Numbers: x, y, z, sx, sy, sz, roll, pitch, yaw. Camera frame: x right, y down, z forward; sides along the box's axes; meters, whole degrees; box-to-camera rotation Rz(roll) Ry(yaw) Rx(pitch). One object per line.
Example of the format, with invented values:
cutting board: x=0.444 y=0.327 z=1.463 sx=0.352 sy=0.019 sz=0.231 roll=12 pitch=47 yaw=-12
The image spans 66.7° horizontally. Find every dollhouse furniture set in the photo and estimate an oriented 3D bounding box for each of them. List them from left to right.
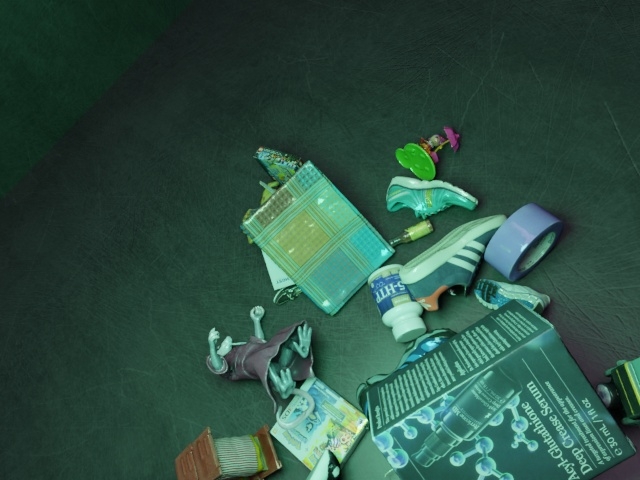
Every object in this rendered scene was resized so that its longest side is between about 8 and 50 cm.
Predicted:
dollhouse furniture set: x=-0.174 y=0.635 z=1.124 sx=0.152 sy=0.201 sz=0.374 roll=-46 pitch=53 yaw=22

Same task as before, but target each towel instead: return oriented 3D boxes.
towel: x=0.000 y=0.000 z=1.348 sx=0.271 sy=0.370 sz=0.040 roll=-45 pitch=15 yaw=-3

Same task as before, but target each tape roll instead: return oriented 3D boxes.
tape roll: x=0.503 y=0.005 z=1.202 sx=0.189 sy=0.189 sz=0.080 roll=-43 pitch=57 yaw=-3

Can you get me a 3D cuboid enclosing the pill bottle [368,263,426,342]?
pill bottle: x=0.206 y=0.167 z=1.287 sx=0.112 sy=0.112 sz=0.186 roll=-25 pitch=58 yaw=9

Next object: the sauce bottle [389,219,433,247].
sauce bottle: x=0.261 y=-0.018 z=1.402 sx=0.128 sy=0.042 sz=0.042 roll=-24 pitch=57 yaw=7

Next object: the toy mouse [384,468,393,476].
toy mouse: x=0.199 y=0.505 z=1.162 sx=0.161 sy=0.031 sz=0.143 roll=29 pitch=77 yaw=32

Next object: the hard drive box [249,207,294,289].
hard drive box: x=-0.084 y=0.001 z=1.404 sx=0.181 sy=0.231 sz=0.089 roll=-18 pitch=14 yaw=-5

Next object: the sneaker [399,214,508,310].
sneaker: x=0.372 y=0.059 z=1.276 sx=0.350 sy=0.131 sz=0.148 roll=-31 pitch=95 yaw=-16

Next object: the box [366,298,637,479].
box: x=0.338 y=0.361 z=0.986 sx=0.396 sy=0.212 sz=0.293 roll=-35 pitch=94 yaw=7

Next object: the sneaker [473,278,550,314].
sneaker: x=0.481 y=0.140 z=1.223 sx=0.191 sy=0.083 sz=0.071 roll=20 pitch=116 yaw=45

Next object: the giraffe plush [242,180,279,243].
giraffe plush: x=-0.164 y=-0.067 z=1.541 sx=0.170 sy=0.210 sz=0.181 roll=-40 pitch=12 yaw=28

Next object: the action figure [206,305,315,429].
action figure: x=-0.168 y=0.333 z=1.336 sx=0.371 sy=0.248 sz=0.275 roll=-16 pitch=93 yaw=42

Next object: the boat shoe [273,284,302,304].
boat shoe: x=-0.083 y=0.154 z=1.455 sx=0.125 sy=0.046 sz=0.038 roll=-36 pitch=51 yaw=-8

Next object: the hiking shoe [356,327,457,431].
hiking shoe: x=0.226 y=0.338 z=1.165 sx=0.304 sy=0.113 sz=0.132 roll=-42 pitch=16 yaw=7

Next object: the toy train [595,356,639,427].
toy train: x=0.718 y=0.283 z=0.931 sx=0.335 sy=0.190 sz=0.142 roll=-1 pitch=61 yaw=-4

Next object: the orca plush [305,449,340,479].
orca plush: x=-0.016 y=0.618 z=1.075 sx=0.102 sy=0.151 sz=0.287 roll=32 pitch=40 yaw=7

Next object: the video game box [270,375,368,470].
video game box: x=0.000 y=0.479 z=1.250 sx=0.205 sy=0.048 sz=0.187 roll=29 pitch=80 yaw=32

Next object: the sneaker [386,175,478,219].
sneaker: x=0.319 y=-0.112 z=1.406 sx=0.276 sy=0.107 sz=0.109 roll=11 pitch=80 yaw=36

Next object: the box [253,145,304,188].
box: x=-0.089 y=-0.197 z=1.526 sx=0.159 sy=0.233 sz=0.044 roll=22 pitch=75 yaw=30

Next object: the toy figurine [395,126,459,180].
toy figurine: x=0.343 y=-0.283 z=1.486 sx=0.159 sy=0.130 sz=0.173 roll=-37 pitch=31 yaw=-15
